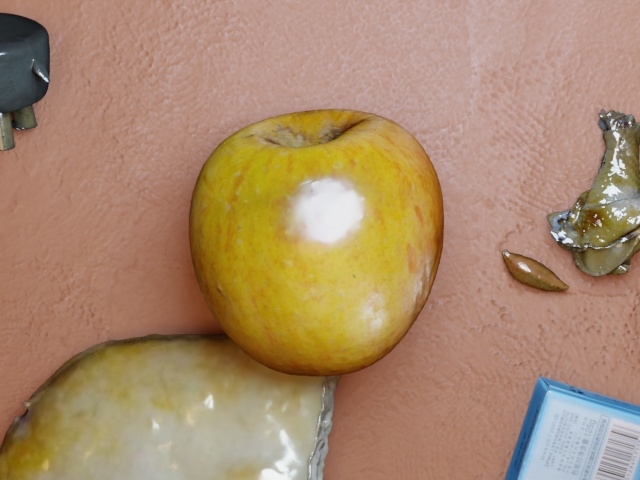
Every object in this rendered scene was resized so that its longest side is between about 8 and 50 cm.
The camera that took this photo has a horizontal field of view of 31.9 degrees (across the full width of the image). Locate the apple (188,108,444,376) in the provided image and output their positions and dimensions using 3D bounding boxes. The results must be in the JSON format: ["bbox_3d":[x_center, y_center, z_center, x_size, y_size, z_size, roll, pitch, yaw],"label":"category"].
[{"bbox_3d":[0.000,0.000,1.273,0.298,0.299,0.275,-12,112,4],"label":"apple"}]

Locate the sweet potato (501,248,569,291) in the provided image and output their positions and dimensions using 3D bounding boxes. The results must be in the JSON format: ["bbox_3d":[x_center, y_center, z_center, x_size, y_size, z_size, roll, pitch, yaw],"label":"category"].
[{"bbox_3d":[0.265,0.042,1.390,0.095,0.034,0.034,28,97,3],"label":"sweet potato"}]

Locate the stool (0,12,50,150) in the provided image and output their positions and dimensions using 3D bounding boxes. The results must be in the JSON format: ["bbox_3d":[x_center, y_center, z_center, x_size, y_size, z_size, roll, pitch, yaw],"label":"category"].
[{"bbox_3d":[-0.417,-0.204,1.352,0.153,0.228,0.139,-14,124,-36],"label":"stool"}]

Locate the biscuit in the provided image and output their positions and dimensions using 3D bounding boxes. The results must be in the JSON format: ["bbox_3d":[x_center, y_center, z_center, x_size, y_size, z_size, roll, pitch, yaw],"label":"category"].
[{"bbox_3d":[-0.191,0.323,1.344,0.446,0.104,0.430,-1,73,13],"label":"biscuit"}]

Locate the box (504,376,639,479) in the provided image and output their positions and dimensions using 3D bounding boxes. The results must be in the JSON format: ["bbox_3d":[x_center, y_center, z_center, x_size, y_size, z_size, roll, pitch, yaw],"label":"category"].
[{"bbox_3d":[0.310,0.303,1.395,0.142,0.083,0.232,16,98,0],"label":"box"}]

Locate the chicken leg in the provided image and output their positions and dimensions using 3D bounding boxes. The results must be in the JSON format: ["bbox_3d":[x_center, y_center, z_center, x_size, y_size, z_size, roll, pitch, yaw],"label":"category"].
[{"bbox_3d":[0.357,-0.052,1.356,0.125,0.080,0.196,27,97,12],"label":"chicken leg"}]
